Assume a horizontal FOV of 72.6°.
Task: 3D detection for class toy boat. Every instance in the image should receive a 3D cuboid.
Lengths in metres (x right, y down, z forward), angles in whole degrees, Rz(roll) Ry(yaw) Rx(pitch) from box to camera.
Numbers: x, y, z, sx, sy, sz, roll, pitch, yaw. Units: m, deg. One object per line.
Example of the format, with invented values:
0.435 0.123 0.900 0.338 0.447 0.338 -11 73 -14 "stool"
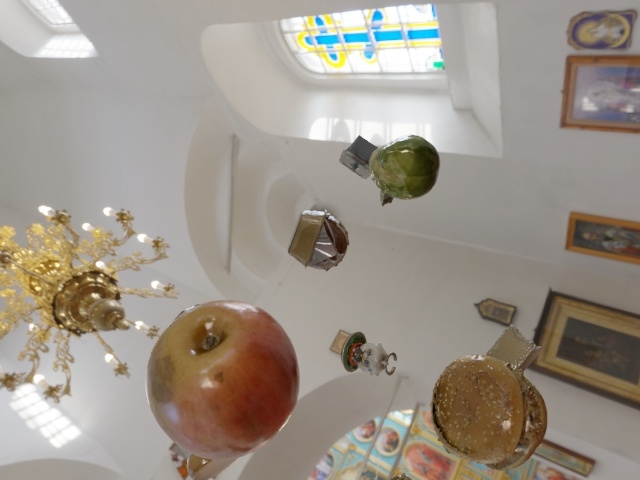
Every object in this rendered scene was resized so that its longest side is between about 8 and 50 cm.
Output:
0.334 -0.269 1.932 0.093 0.055 0.293 -23 -25 -31 "toy boat"

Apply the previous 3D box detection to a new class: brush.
-0.394 0.766 1.653 0.266 0.166 0.174 -28 -38 -14 "brush"

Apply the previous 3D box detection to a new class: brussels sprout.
0.188 -0.161 0.967 0.118 0.154 0.155 -56 -36 -54 "brussels sprout"

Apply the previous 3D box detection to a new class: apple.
-0.231 0.314 1.035 0.363 0.363 0.365 -24 -59 -47 "apple"

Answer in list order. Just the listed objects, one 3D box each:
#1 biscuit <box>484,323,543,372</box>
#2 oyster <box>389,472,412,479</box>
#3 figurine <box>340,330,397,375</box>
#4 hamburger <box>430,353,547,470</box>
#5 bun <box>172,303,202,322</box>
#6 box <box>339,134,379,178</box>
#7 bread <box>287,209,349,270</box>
0.541 0.371 1.301 0.239 0.108 0.061 -52 -50 2 "biscuit"
0.148 0.450 0.780 0.034 0.093 0.051 -9 -110 -50 "oyster"
0.157 0.353 1.313 0.132 0.153 0.133 -10 -76 -48 "figurine"
0.279 0.286 0.731 0.117 0.190 0.182 14 -97 -34 "hamburger"
-0.401 0.354 1.586 0.287 0.287 0.146 -14 -49 -51 "bun"
0.177 -0.367 1.944 0.130 0.162 0.227 -55 1 -2 "box"
0.000 0.000 1.609 0.142 0.211 0.225 -89 19 -74 "bread"
